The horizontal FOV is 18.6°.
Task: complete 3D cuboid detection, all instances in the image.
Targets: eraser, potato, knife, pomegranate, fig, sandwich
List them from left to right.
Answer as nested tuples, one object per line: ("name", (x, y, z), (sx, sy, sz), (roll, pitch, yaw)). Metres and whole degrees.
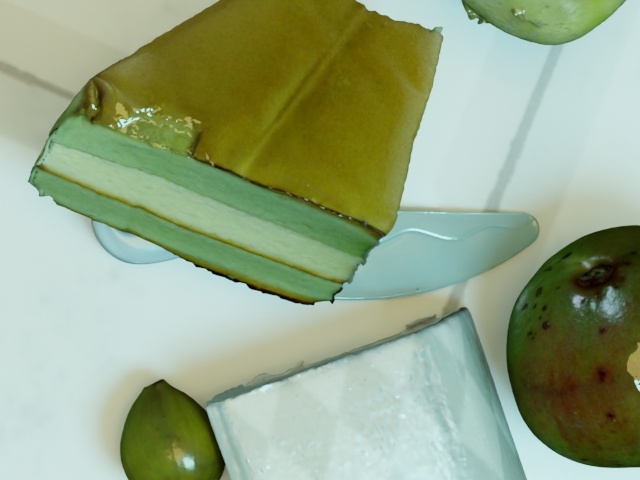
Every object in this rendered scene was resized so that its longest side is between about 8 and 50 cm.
("fig", (-0.106, 0.139, 1.376), (0.074, 0.074, 0.088), (-17, 73, -9))
("sandwich", (-0.054, -0.097, 1.327), (0.227, 0.155, 0.198), (21, 63, -9))
("knife", (-0.001, 0.002, 1.416), (0.331, 0.044, 0.080), (7, 84, -12))
("eraser", (0.078, 0.265, 1.393), (0.213, 0.082, 0.397), (-19, 91, -8))
("potato", (0.179, -0.213, 1.407), (0.202, 0.182, 0.117), (-51, 134, -25))
("pomegranate", (0.229, 0.092, 1.393), (0.180, 0.180, 0.210), (-44, 131, -8))
